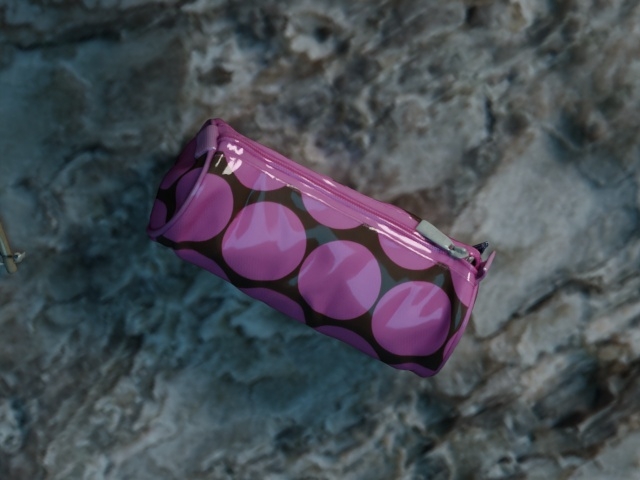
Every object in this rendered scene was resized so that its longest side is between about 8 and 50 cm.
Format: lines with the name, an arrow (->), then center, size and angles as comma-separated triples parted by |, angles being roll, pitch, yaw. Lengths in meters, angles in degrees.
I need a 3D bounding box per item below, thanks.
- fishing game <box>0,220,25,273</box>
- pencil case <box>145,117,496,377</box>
fishing game -> -0.339, -0.014, 1.265 | 0.264, 0.041, 0.189 | -22, 106, -2
pencil case -> 0.000, 0.000, 1.241 | 0.209, 0.095, 0.098 | 24, 141, -9
